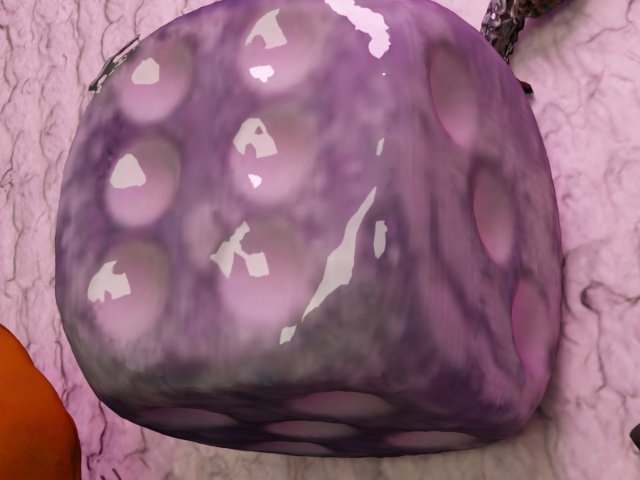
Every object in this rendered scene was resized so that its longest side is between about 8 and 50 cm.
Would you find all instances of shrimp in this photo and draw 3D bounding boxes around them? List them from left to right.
[{"bbox_3d":[0.163,-0.203,0.853,0.076,0.082,0.174,29,96,34],"label":"shrimp"}]

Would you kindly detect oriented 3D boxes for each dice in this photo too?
[{"bbox_3d":[0.000,0.000,0.757,0.270,0.271,0.270,-10,66,31],"label":"dice"}]

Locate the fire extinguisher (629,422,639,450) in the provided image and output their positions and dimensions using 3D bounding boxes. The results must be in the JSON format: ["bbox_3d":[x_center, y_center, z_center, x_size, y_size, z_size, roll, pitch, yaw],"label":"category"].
[{"bbox_3d":[0.228,0.154,0.694,0.028,0.022,0.083,-19,54,-15],"label":"fire extinguisher"}]

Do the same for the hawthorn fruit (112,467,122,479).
[{"bbox_3d":[-0.135,0.277,0.843,0.149,0.149,0.189,-18,22,28],"label":"hawthorn fruit"}]

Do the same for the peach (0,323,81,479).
[{"bbox_3d":[-0.350,0.205,0.898,0.302,0.342,0.343,-26,45,-28],"label":"peach"}]
